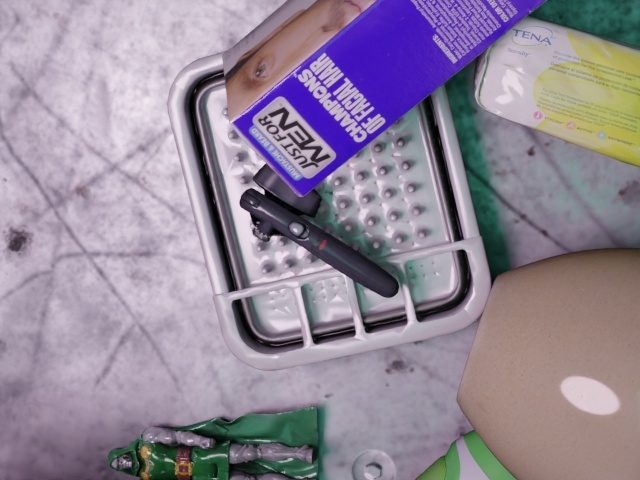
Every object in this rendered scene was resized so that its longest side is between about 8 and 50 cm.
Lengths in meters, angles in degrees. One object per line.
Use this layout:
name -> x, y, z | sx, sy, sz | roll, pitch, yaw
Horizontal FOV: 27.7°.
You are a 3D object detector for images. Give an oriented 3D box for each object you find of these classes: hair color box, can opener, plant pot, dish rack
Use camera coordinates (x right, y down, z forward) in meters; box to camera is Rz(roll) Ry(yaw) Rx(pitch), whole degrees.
hair color box -> 0.070, -0.210, 1.175 | 0.339, 0.185, 0.110 | -40, 114, 13
can opener -> 0.000, 0.000, 1.294 | 0.186, 0.059, 0.073 | 37, 99, 1
plant pot -> 0.241, 0.124, 1.252 | 0.190, 0.284, 0.284 | 18, 99, 9
dish rack -> 0.011, -0.050, 1.351 | 0.285, 0.072, 0.333 | -13, 97, 8

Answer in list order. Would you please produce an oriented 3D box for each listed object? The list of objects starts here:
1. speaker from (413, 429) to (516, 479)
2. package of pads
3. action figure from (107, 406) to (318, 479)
speaker -> 0.100, 0.330, 1.362 | 0.296, 0.131, 0.131 | -44, 92, 9
package of pads -> 0.291, -0.129, 1.231 | 0.296, 0.229, 0.101 | 18, 99, 4
action figure -> -0.119, 0.245, 1.413 | 0.232, 0.063, 0.137 | 1, 101, 9
